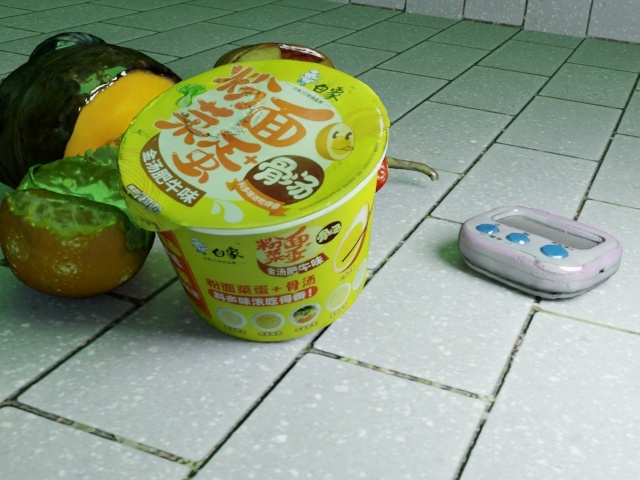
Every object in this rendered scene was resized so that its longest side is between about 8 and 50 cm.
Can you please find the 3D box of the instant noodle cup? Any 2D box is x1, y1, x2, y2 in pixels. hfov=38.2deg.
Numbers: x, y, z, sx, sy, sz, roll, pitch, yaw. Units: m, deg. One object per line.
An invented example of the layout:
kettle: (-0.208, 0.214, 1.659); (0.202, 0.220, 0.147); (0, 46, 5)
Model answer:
instant noodle cup: (-0.068, -0.037, 1.085); (0.311, 0.221, 0.311); (-4, 43, 3)

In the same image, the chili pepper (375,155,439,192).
chili pepper: (0.041, -0.128, 1.522); (0.131, 0.134, 0.338); (9, 21, 44)

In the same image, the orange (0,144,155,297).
orange: (-0.296, -0.013, 1.145); (0.179, 0.158, 0.237); (6, 23, -5)

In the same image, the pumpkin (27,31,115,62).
pumpkin: (-0.412, -0.269, 1.633); (0.221, 0.161, 0.220); (21, 31, -13)

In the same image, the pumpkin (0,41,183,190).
pumpkin: (-0.338, -0.170, 1.393); (0.225, 0.256, 0.303); (15, 10, 30)

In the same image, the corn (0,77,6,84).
corn: (-0.560, -0.216, 1.639); (0.115, 0.115, 0.318); (2, 24, -6)

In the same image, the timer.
timer: (0.313, 0.014, 1.323); (0.209, 0.069, 0.191); (22, 28, 37)

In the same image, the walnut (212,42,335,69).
walnut: (-0.099, -0.290, 1.812); (0.298, 0.203, 0.203); (-13, 29, -33)
